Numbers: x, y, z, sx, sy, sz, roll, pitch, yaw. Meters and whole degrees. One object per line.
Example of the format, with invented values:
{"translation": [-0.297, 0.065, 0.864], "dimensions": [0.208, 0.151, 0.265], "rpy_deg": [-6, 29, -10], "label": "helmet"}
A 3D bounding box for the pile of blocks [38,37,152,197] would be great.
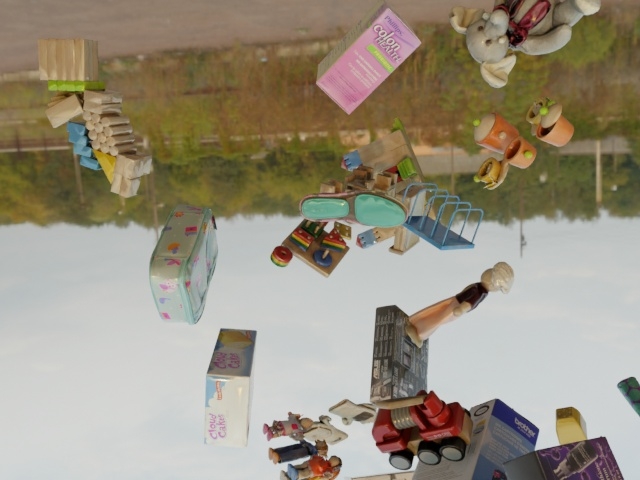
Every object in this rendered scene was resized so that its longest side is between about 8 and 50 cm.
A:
{"translation": [-0.475, -0.260, 1.435], "dimensions": [0.149, 0.362, 0.112], "rpy_deg": [-19, -173, 17], "label": "pile of blocks"}

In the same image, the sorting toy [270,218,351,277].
{"translation": [0.000, 0.000, 1.571], "dimensions": [0.132, 0.046, 0.274], "rpy_deg": [35, -143, 5], "label": "sorting toy"}

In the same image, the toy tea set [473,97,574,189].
{"translation": [0.484, -0.274, 1.694], "dimensions": [0.124, 0.200, 0.336], "rpy_deg": [26, 152, -17], "label": "toy tea set"}

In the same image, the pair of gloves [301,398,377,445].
{"translation": [0.055, 0.553, 2.074], "dimensions": [0.240, 0.042, 0.204], "rpy_deg": [-38, 137, 26], "label": "pair of gloves"}

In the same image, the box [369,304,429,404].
{"translation": [0.250, 0.387, 2.087], "dimensions": [0.077, 0.307, 0.242], "rpy_deg": [-14, 145, 31], "label": "box"}

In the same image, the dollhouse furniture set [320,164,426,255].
{"translation": [0.145, -0.081, 1.817], "dimensions": [0.242, 0.161, 0.212], "rpy_deg": [18, -152, 28], "label": "dollhouse furniture set"}

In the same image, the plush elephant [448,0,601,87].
{"translation": [0.481, -0.556, 1.726], "dimensions": [0.255, 0.272, 0.330], "rpy_deg": [-33, 168, -16], "label": "plush elephant"}

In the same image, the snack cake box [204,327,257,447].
{"translation": [-0.186, 0.302, 1.426], "dimensions": [0.089, 0.152, 0.264], "rpy_deg": [5, -168, -4], "label": "snack cake box"}

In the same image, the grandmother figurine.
{"translation": [0.402, 0.177, 1.926], "dimensions": [0.342, 0.104, 0.208], "rpy_deg": [-36, -175, 12], "label": "grandmother figurine"}

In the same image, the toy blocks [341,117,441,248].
{"translation": [0.187, -0.148, 2.053], "dimensions": [0.261, 0.381, 0.191], "rpy_deg": [-23, 174, 18], "label": "toy blocks"}

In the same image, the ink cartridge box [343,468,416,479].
{"translation": [0.246, 0.828, 2.221], "dimensions": [0.308, 0.129, 0.223], "rpy_deg": [-4, 162, -7], "label": "ink cartridge box"}

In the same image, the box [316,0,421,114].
{"translation": [0.114, -0.463, 1.682], "dimensions": [0.243, 0.117, 0.213], "rpy_deg": [-44, -162, 19], "label": "box"}

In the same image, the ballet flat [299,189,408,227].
{"translation": [0.069, -0.071, 1.369], "dimensions": [0.222, 0.076, 0.079], "rpy_deg": [2, -161, 11], "label": "ballet flat"}

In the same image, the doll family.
{"translation": [-0.040, 0.562, 1.744], "dimensions": [0.163, 0.118, 0.263], "rpy_deg": [-2, -157, -27], "label": "doll family"}

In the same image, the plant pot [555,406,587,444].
{"translation": [0.725, 0.533, 1.971], "dimensions": [0.081, 0.083, 0.081], "rpy_deg": [-17, -159, 25], "label": "plant pot"}

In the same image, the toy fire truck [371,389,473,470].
{"translation": [0.194, 0.404, 1.526], "dimensions": [0.217, 0.246, 0.158], "rpy_deg": [-23, -155, 34], "label": "toy fire truck"}

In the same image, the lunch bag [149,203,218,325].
{"translation": [-0.330, 0.059, 1.685], "dimensions": [0.108, 0.224, 0.279], "rpy_deg": [4, -135, 8], "label": "lunch bag"}

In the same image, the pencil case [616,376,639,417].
{"translation": [0.954, 0.480, 2.011], "dimensions": [0.070, 0.064, 0.151], "rpy_deg": [27, -153, -37], "label": "pencil case"}

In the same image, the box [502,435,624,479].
{"translation": [0.491, 0.488, 1.335], "dimensions": [0.207, 0.153, 0.108], "rpy_deg": [-1, 150, -29], "label": "box"}

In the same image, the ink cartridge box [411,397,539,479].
{"translation": [0.354, 0.551, 1.601], "dimensions": [0.270, 0.151, 0.395], "rpy_deg": [-44, -167, 50], "label": "ink cartridge box"}

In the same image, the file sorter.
{"translation": [0.285, -0.061, 1.616], "dimensions": [0.118, 0.104, 0.170], "rpy_deg": [-2, -154, -39], "label": "file sorter"}
